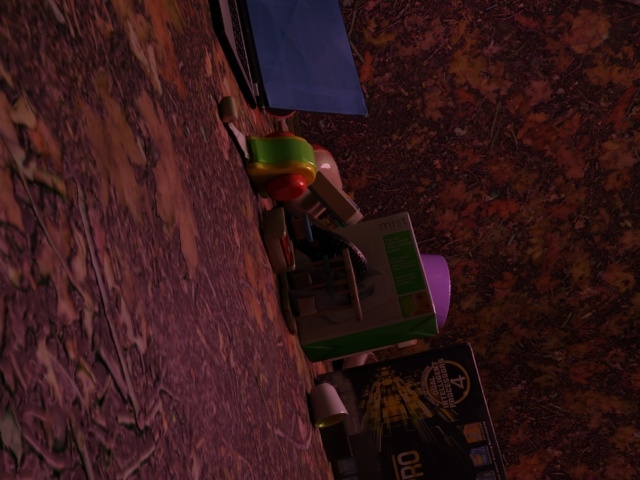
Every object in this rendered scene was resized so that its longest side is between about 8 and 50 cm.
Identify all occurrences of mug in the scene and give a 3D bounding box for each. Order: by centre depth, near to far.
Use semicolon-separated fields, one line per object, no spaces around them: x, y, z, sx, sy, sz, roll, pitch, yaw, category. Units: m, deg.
0.003;0.291;1.336;0.062;0.078;0.064;15;45;-49;mug

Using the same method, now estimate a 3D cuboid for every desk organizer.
0.021;0.337;1.413;0.050;0.047;0.130;-94;170;-84;desk organizer

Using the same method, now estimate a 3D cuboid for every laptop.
-0.073;-0.478;1.520;0.408;0.237;0.381;68;8;-69;laptop

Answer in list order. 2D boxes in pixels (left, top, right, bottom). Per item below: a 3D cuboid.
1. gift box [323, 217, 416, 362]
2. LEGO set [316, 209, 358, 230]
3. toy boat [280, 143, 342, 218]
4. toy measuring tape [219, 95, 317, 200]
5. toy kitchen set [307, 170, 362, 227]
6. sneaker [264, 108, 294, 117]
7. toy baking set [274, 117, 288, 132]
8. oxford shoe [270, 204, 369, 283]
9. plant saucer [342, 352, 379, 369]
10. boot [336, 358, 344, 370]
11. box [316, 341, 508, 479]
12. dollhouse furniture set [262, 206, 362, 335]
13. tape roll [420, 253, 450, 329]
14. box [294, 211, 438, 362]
0.101;0.122;1.797;0.255;0.258;0.276;-99;174;-53;gift box
0.043;0.032;2.413;0.255;0.192;0.331;43;14;-22;LEGO set
-0.049;-0.145;1.684;0.151;0.151;0.231;46;-7;17;toy boat
-0.072;-0.151;1.255;0.330;0.122;0.121;68;9;-68;toy measuring tape
0.006;-0.027;1.615;0.122;0.166;0.207;48;6;18;toy kitchen set
-0.130;-0.434;1.745;0.136;0.116;0.313;-149;-131;-77;sneaker
-0.114;-0.338;2.089;0.196;0.030;0.256;77;2;-53;toy baking set
0.000;0.000;1.408;0.227;0.083;0.096;37;14;-23;oxford shoe
0.130;0.434;2.084;0.311;0.050;0.310;-9;90;-71;plant saucer
0.087;0.406;2.137;0.137;0.077;0.197;-87;152;-59;boot
0.185;0.423;1.470;0.097;0.319;0.394;69;9;-71;box
-0.013;0.045;1.293;0.129;0.130;0.183;-99;176;-52;dollhouse furniture set
0.252;0.126;1.871;0.189;0.080;0.188;-177;-90;-80;tape roll
0.078;0.093;1.507;0.126;0.262;0.231;69;9;-63;box
